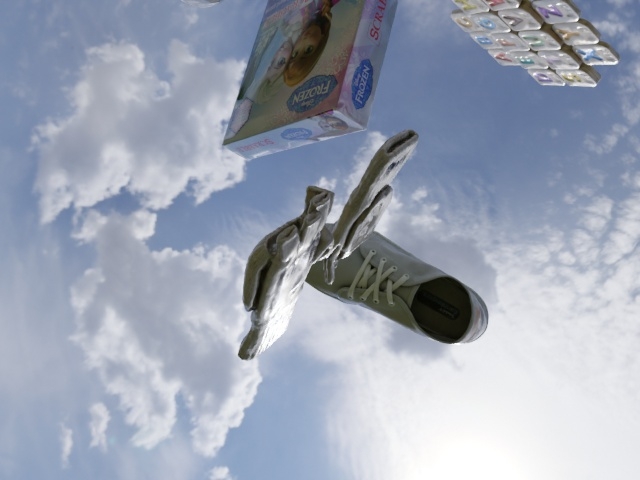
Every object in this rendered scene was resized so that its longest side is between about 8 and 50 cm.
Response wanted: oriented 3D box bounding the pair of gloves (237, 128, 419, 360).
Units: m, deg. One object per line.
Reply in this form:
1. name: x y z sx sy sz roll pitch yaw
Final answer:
1. pair of gloves: 0.000 0.000 0.533 0.042 0.240 0.204 36 -39 14

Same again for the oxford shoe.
1. oxford shoe: 0.127 0.080 1.053 0.449 0.130 0.169 25 -85 14

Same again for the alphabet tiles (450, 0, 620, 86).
1. alphabet tiles: 0.353 -0.348 0.888 0.021 0.284 0.278 -60 -151 5

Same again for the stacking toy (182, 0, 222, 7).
1. stacking toy: -0.121 -0.446 0.533 0.351 0.350 0.480 62 -17 15

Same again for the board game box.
1. board game box: -0.018 -0.308 0.852 0.318 0.065 0.318 -3 -111 51
